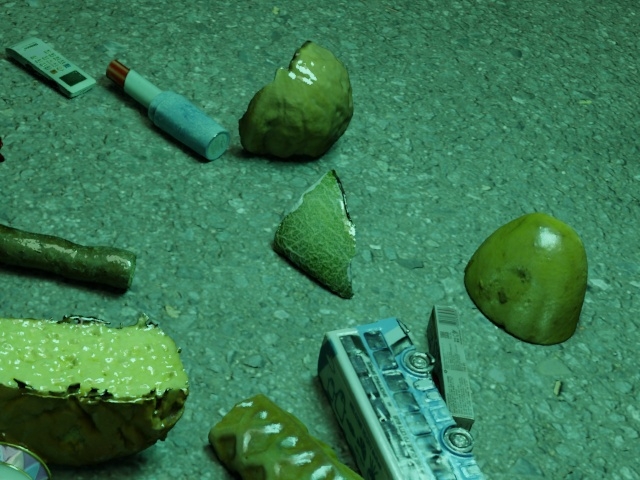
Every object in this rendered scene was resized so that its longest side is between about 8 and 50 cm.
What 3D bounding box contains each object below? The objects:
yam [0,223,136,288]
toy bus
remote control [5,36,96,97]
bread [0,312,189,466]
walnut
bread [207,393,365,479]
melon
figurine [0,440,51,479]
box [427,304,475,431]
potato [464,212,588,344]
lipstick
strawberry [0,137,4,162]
[{"bbox_3d":[-0.390,0.018,1.645,0.252,0.061,0.061,13,40,0],"label":"yam"},{"bbox_3d":[0.102,0.237,1.502,0.131,0.106,0.297,-6,42,-19],"label":"toy bus"},{"bbox_3d":[-0.472,-0.303,2.019,0.166,0.029,0.065,36,43,17],"label":"remote control"},{"bbox_3d":[-0.301,0.189,1.413,0.260,0.147,0.160,2,32,-24],"label":"bread"},{"bbox_3d":[-0.019,-0.229,1.944,0.141,0.204,0.238,40,45,8],"label":"walnut"},{"bbox_3d":[-0.029,0.281,1.431,0.128,0.088,0.232,-12,41,-39],"label":"bread"},{"bbox_3d":[-0.005,0.000,1.778,0.139,0.093,0.203,-11,71,10],"label":"melon"},{"bbox_3d":[-0.374,0.344,1.213,0.189,0.142,0.263,-11,37,20],"label":"figurine"},{"bbox_3d":[0.181,0.183,1.623,0.039,0.055,0.218,7,40,-7],"label":"box"},{"bbox_3d":[0.331,0.033,1.771,0.178,0.158,0.203,1,38,-17],"label":"potato"},{"bbox_3d":[-0.270,-0.231,1.967,0.274,0.061,0.068,36,46,23],"label":"lipstick"},{"bbox_3d":[-0.570,-0.116,1.677,0.187,0.184,0.201,31,77,-9],"label":"strawberry"}]
